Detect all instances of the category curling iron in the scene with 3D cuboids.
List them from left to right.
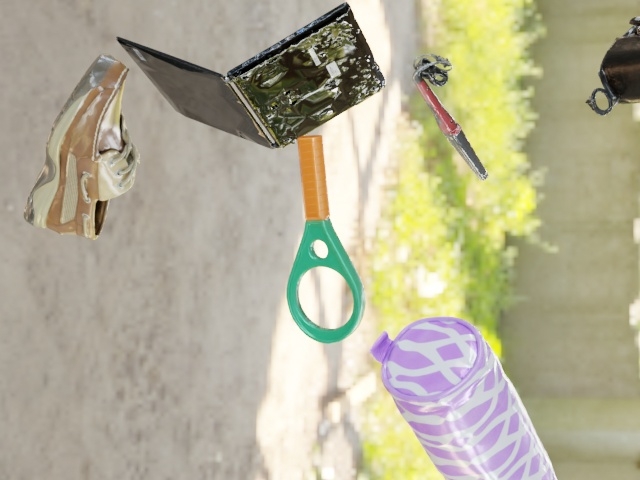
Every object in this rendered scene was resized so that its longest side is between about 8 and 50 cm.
[{"bbox_3d":[0.223,-0.198,2.375,0.274,0.068,0.035,60,3,-35],"label":"curling iron"}]

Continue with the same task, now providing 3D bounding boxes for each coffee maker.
[{"bbox_3d":[0.535,-0.260,2.226,0.120,0.178,0.171,34,74,-31],"label":"coffee maker"}]

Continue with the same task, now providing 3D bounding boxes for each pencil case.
[{"bbox_3d":[0.115,0.146,1.088,0.086,0.088,0.206,-49,133,-25],"label":"pencil case"}]

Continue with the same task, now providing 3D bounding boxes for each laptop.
[{"bbox_3d":[-0.079,-0.224,1.818,0.136,0.264,0.234,61,3,23],"label":"laptop"}]

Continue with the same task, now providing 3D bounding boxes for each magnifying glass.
[{"bbox_3d":[0.000,0.000,1.577,0.026,0.092,0.231,-26,113,-59],"label":"magnifying glass"}]

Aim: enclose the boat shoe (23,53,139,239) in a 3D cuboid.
[{"bbox_3d":[-0.293,-0.113,1.881,0.324,0.120,0.122,-57,-172,51],"label":"boat shoe"}]
